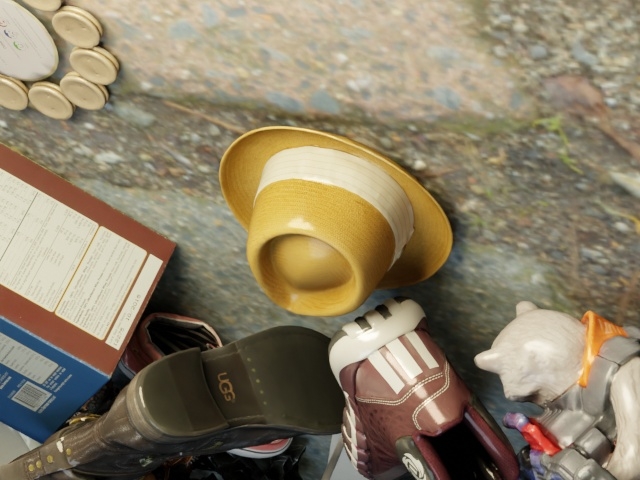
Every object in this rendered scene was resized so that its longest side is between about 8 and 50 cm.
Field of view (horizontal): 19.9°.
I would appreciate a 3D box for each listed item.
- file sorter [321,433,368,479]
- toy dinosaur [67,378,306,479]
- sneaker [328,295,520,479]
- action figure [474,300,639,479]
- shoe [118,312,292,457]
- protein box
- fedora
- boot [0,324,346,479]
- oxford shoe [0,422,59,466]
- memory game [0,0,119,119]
[{"bbox_3d":[0.111,0.311,1.627,0.278,0.173,0.193,19,150,8],"label":"file sorter"},{"bbox_3d":[-0.137,0.219,1.728,0.218,0.164,0.322,26,-179,25],"label":"toy dinosaur"},{"bbox_3d":[0.092,0.173,1.408,0.162,0.106,0.281,53,174,32],"label":"sneaker"},{"bbox_3d":[0.258,0.158,1.361,0.330,0.178,0.341,36,175,-6],"label":"action figure"},{"bbox_3d":[-0.093,0.127,1.589,0.178,0.063,0.081,34,154,-7],"label":"shoe"},{"bbox_3d":[-0.261,0.040,1.503,0.201,0.136,0.200,31,149,-11],"label":"protein box"},{"bbox_3d":[0.000,0.000,1.314,0.194,0.079,0.194,18,150,11],"label":"fedora"},{"bbox_3d":[-0.118,0.153,1.506,0.263,0.091,0.229,1,157,-39],"label":"boot"},{"bbox_3d":[-0.297,0.254,1.793,0.169,0.130,0.449,51,162,44],"label":"oxford shoe"},{"bbox_3d":[-0.229,-0.151,1.308,0.186,0.012,0.186,18,150,11],"label":"memory game"}]
